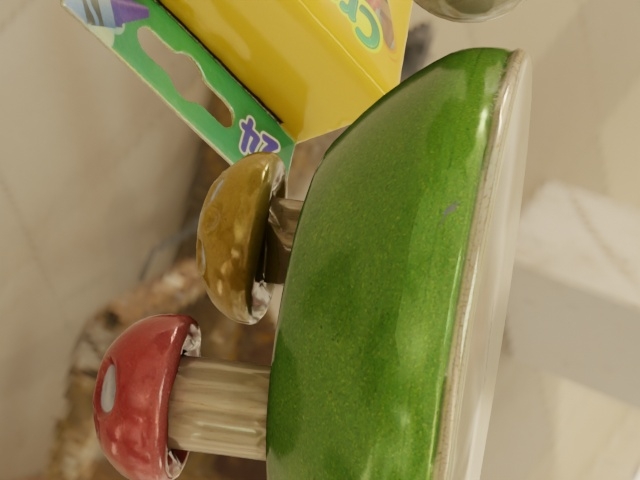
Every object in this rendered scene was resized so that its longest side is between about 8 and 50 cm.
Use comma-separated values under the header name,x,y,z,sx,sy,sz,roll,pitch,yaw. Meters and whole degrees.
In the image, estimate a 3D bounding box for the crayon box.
name,x,y,z,sx,sy,sz,roll,pitch,yaw
crayon box,-0.028,-0.207,1.189,0.203,0.083,0.323,43,43,-36

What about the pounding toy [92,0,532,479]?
name,x,y,z,sx,sy,sz,roll,pitch,yaw
pounding toy,0.000,0.000,0.590,0.183,0.110,0.237,-45,142,-77
